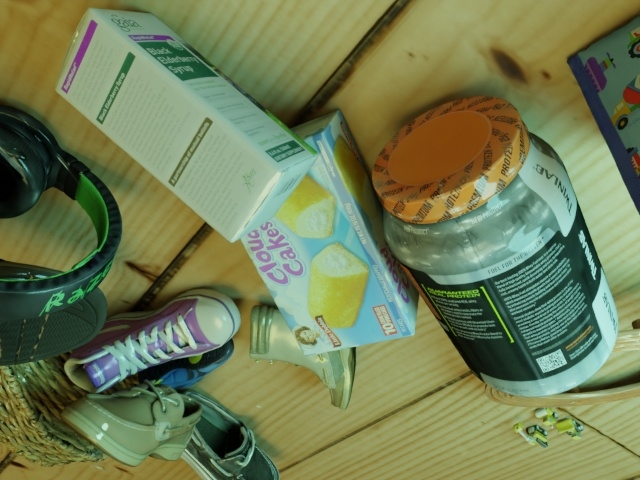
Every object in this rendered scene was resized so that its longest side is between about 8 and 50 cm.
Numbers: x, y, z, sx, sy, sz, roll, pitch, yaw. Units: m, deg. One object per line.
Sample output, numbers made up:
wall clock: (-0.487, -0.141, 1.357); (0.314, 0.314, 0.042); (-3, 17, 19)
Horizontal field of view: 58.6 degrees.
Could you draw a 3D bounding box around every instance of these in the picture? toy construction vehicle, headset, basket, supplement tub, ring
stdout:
toy construction vehicle: (0.405, 0.338, 1.011); (0.098, 0.035, 0.086); (35, 129, -22)
headset: (-0.401, -0.084, 0.620); (0.394, 0.243, 0.185); (33, 126, 1)
basket: (-0.491, 0.245, 0.952); (0.222, 0.214, 0.299); (-8, 131, 15)
supplement tub: (0.194, 0.014, 0.628); (0.193, 0.194, 0.316); (-19, 128, 25)
ring: (0.402, 0.180, 0.809); (0.336, 0.032, 0.337); (-2, 150, -1)

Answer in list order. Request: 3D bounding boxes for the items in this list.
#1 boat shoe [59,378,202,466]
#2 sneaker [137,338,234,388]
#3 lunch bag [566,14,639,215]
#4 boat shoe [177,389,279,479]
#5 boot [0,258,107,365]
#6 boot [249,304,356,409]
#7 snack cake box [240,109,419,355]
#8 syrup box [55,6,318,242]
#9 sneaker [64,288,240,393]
boat shoe: (-0.276, 0.266, 0.881); (0.121, 0.110, 0.341); (31, 166, 15)
sneaker: (-0.217, 0.209, 0.983); (0.209, 0.069, 0.082); (-26, 146, 26)
lunch bag: (0.348, -0.090, 0.432); (0.220, 0.293, 0.138); (-30, 122, 32)
boat shoe: (-0.187, 0.414, 1.125); (0.119, 0.121, 0.335); (-27, 122, 35)
boot: (-0.502, 0.040, 0.747); (0.377, 0.284, 0.138); (2, 111, -38)
boot: (-0.027, 0.186, 0.913); (0.164, 0.077, 0.213); (2, 128, 7)
snack cake box: (0.000, 0.000, 0.678); (0.152, 0.089, 0.265); (-17, 113, 23)
syrup box: (-0.130, -0.117, 0.558); (0.237, 0.093, 0.096); (41, 116, 4)
sneaker: (-0.262, 0.167, 0.864); (0.281, 0.161, 0.102); (-19, 103, 24)
